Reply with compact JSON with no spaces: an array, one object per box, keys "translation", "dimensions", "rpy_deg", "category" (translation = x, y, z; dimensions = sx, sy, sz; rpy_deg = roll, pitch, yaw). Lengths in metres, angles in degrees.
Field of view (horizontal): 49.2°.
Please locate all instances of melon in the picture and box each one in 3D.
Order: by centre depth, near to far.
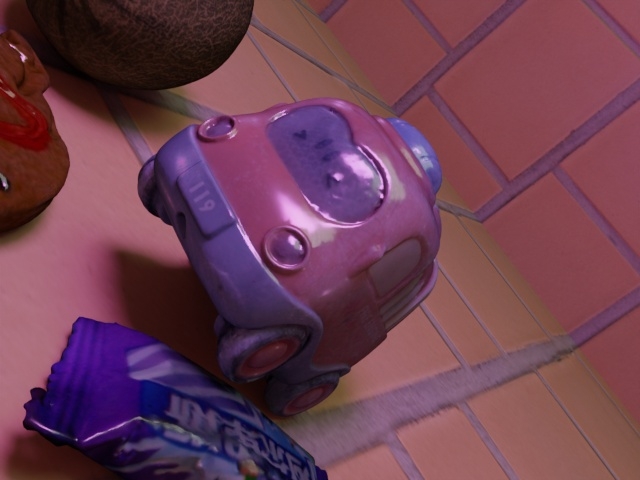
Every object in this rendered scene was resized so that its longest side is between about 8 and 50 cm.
[{"translation":[-0.199,-0.290,0.789],"dimensions":[0.237,0.237,0.302],"rpy_deg":[47,20,-4],"category":"melon"}]

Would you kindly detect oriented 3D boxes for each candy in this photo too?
[{"translation":[-0.074,0.150,0.487],"dimensions":[0.275,0.070,0.145],"rpy_deg":[39,13,-22],"category":"candy"}]

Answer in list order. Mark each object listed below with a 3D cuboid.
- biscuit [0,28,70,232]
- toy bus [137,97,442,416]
[{"translation":[-0.325,-0.157,0.529],"dimensions":[0.367,0.063,0.314],"rpy_deg":[52,20,11],"category":"biscuit"},{"translation":[0.000,0.000,0.612],"dimensions":[0.197,0.231,0.294],"rpy_deg":[59,-3,29],"category":"toy bus"}]
